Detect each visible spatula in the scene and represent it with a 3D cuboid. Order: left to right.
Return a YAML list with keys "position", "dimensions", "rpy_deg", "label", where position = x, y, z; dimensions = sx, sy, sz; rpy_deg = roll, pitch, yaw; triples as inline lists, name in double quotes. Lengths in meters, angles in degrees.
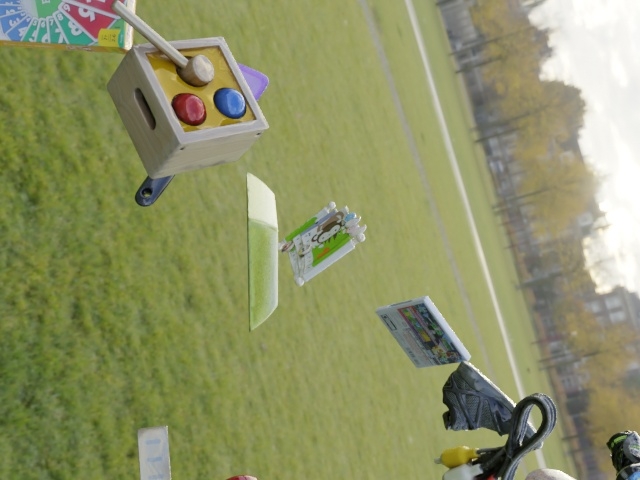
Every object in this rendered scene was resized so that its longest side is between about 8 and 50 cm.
- position: [-0.176, -0.153, 1.189]
  dimensions: [0.296, 0.084, 0.030]
  rpy_deg: [-58, 170, -36]
  label: "spatula"

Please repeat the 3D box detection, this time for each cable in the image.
- position: [0.293, 0.367, 1.383]
  dimensions: [0.287, 0.072, 0.139]
  rpy_deg: [-56, -132, 45]
  label: "cable"

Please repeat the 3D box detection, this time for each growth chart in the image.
- position: [0.000, 0.000, 1.559]
  dimensions: [0.021, 0.172, 0.237]
  rpy_deg: [49, 4, -22]
  label: "growth chart"

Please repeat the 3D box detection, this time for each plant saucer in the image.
- position: [-0.090, 0.013, 1.287]
  dimensions: [0.188, 0.045, 0.188]
  rpy_deg: [-102, -168, -63]
  label: "plant saucer"

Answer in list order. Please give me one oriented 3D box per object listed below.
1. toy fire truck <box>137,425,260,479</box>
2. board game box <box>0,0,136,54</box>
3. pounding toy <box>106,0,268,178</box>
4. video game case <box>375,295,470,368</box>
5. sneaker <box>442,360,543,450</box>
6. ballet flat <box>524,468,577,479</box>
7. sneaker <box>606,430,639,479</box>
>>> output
- position: [-0.173, 0.385, 1.201]
  dimensions: [0.158, 0.217, 0.246]
  rpy_deg: [51, -30, 45]
  label: "toy fire truck"
- position: [-0.317, -0.261, 0.852]
  dimensions: [0.039, 0.259, 0.124]
  rpy_deg: [17, 78, -84]
  label: "board game box"
- position: [-0.139, -0.151, 0.823]
  dimensions: [0.130, 0.100, 0.141]
  rpy_deg: [-18, 77, -42]
  label: "pounding toy"
- position: [0.258, 0.235, 2.123]
  dimensions: [0.201, 0.183, 0.023]
  rpy_deg: [54, 52, -13]
  label: "video game case"
- position: [0.335, 0.363, 1.697]
  dimensions: [0.227, 0.130, 0.087]
  rpy_deg: [41, 6, 3]
  label: "sneaker"
- position: [0.324, 0.349, 0.877]
  dimensions: [0.316, 0.107, 0.106]
  rpy_deg: [-121, -150, -42]
  label: "ballet flat"
- position: [0.442, 0.320, 1.209]
  dimensions: [0.078, 0.067, 0.188]
  rpy_deg: [53, 19, 14]
  label: "sneaker"
